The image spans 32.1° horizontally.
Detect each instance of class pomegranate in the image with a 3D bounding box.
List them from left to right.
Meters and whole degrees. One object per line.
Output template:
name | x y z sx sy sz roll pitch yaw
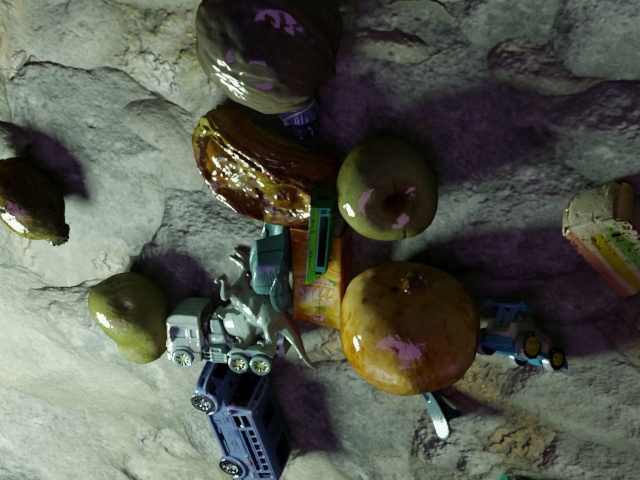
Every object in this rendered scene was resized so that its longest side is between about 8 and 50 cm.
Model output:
pomegranate | 0.149 0.143 1.873 0.248 0.248 0.248 12 132 14

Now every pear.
pear | 0.104 -0.079 1.750 0.167 0.136 0.167 -3 105 -11

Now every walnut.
walnut | -0.072 -0.295 1.600 0.224 0.224 0.224 12 132 14

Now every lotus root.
lotus root | -0.541 -0.072 2.060 0.120 0.120 0.209 -28 111 39

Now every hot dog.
hot dog | -0.101 -0.115 1.827 0.259 0.114 0.175 24 146 3

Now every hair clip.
hair clip | 0.176 0.271 2.091 0.229 0.070 0.039 48 135 -9

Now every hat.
hat | -0.092 0.046 1.951 0.078 0.138 0.191 -8 134 -7

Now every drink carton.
drink carton | 0.002 0.049 1.958 0.096 0.071 0.223 11 133 15

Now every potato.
potato | -0.358 0.154 2.151 0.157 0.157 0.194 -4 120 26

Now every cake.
cake | 0.469 -0.001 1.732 0.109 0.090 0.225 -19 137 32

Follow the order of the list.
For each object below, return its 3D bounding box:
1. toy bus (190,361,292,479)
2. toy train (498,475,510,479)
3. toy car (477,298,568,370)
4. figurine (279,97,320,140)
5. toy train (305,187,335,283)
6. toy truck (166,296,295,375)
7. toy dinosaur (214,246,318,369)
toy bus | -0.154 0.357 2.253 0.133 0.125 0.292 0 129 22
toy train | 0.400 0.595 2.226 0.194 0.120 0.298 -8 125 20
toy car | 0.355 0.164 1.904 0.161 0.098 0.126 20 170 -32
figurine | -0.034 -0.217 1.744 0.077 0.079 0.136 -22 121 -12
toy train | 0.000 0.000 1.822 0.042 0.044 0.209 4 141 0
toy truck | -0.166 0.165 2.110 0.257 0.108 0.140 3 115 15
toy dinosaur | -0.091 0.137 2.011 0.242 0.167 0.053 28 164 6
